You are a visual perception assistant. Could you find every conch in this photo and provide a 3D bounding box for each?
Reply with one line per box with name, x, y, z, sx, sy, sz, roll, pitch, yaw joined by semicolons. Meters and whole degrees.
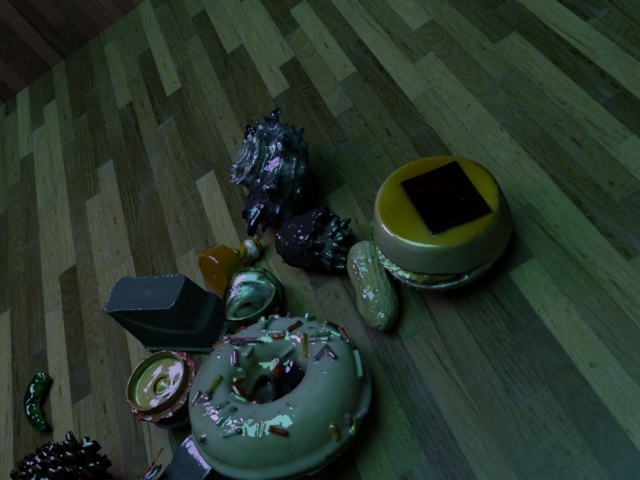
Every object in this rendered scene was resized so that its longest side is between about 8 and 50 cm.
conch;-0.142;0.141;1.722;0.187;0.124;0.182;-6;47;43
conch;-0.131;-0.164;1.880;0.240;0.186;0.313;-3;90;33

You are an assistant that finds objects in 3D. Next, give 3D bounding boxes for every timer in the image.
timer;-0.202;0.045;1.866;0.152;0.132;0.132;-37;39;-28

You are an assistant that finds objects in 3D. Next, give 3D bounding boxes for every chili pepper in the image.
chili pepper;-0.721;0.416;1.949;0.073;0.050;0.182;-26;47;5

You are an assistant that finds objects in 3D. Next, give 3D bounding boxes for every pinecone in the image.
pinecone;-0.539;0.517;1.632;0.221;0.221;0.222;-18;47;21

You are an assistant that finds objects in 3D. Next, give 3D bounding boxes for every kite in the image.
kite;-0.378;0.500;1.572;0.232;0.009;0.189;-39;12;49

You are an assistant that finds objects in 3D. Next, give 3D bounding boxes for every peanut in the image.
peanut;0.109;0.096;1.609;0.090;0.099;0.214;4;48;-20

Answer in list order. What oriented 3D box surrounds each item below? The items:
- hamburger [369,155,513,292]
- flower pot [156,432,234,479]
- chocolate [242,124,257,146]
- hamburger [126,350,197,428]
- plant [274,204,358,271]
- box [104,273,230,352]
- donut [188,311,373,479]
hamburger;0.240;-0.033;1.560;0.300;0.176;0.300;-9;48;10
flower pot;-0.250;0.484;1.533;0.229;0.103;0.108;-49;44;-11
chocolate;-0.152;-0.222;2.047;0.156;0.156;0.133;30;100;45
hamburger;-0.329;0.336;1.683;0.175;0.137;0.175;-15;48;17
plant;0.000;0.000;1.740;0.194;0.129;0.132;0;56;38
box;-0.356;0.170;1.808;0.274;0.178;0.138;-7;53;31
donut;-0.083;0.288;1.486;0.382;0.143;0.383;-12;36;9
